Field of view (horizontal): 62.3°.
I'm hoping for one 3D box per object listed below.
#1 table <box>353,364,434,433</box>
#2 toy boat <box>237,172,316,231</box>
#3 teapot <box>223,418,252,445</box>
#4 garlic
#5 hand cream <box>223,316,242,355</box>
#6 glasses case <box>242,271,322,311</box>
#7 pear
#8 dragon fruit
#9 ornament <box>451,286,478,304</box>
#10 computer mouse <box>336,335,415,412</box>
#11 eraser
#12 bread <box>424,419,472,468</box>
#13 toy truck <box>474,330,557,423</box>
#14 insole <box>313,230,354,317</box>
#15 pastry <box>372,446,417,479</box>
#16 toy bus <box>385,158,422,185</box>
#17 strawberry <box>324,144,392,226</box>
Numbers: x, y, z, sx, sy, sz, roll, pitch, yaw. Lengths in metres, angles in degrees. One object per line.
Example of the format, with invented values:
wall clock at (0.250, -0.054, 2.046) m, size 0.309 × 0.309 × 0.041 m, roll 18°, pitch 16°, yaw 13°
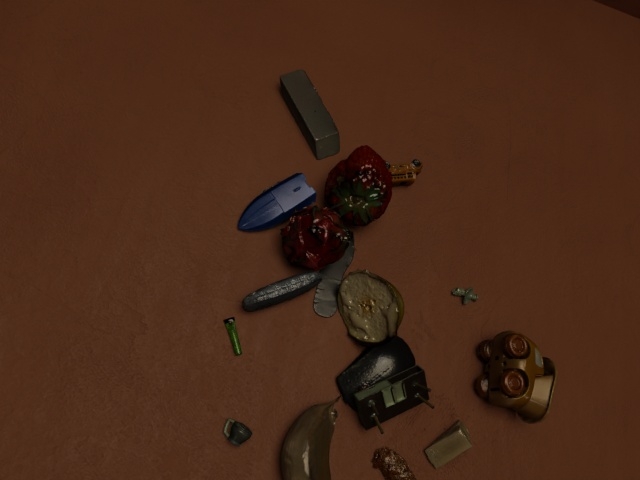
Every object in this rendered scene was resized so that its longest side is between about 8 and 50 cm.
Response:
table at (0.244, 0.512, 1.677) m, size 0.240 × 0.111 × 0.121 m, roll -21°, pitch 111°, yaw -16°
toy boat at (-0.165, -0.119, 1.867) m, size 0.295 × 0.088 × 0.129 m, roll -33°, pitch 82°, yaw -13°
teapot at (-0.254, 0.577, 1.592) m, size 0.088 × 0.066 × 0.057 m, roll 31°, pitch 81°, yaw 20°
garlic at (-0.029, 0.627, 1.616) m, size 0.196 × 0.151 × 0.338 m, roll 27°, pitch 54°, yaw -35°
hand cream at (-0.278, 0.307, 1.700) m, size 0.036 × 0.023 × 0.122 m, roll -16°, pitch 74°, yaw -10°
glasses case at (-0.126, 0.167, 1.752) m, size 0.282 × 0.109 × 0.067 m, roll -17°, pitch 73°, yaw -22°
pear at (0.202, 0.214, 1.803) m, size 0.178 × 0.267 × 0.267 m, roll -11°, pitch 72°, yaw -47°
dragon fruit at (0.000, 0.000, 1.773) m, size 0.234 × 0.293 × 0.233 m, roll -16°, pitch 115°, yaw -38°
ornament at (0.543, 0.202, 1.977) m, size 0.092 × 0.041 × 0.068 m, roll 45°, pitch 87°, yaw -10°
computer mouse at (0.195, 0.439, 1.758) m, size 0.295 × 0.087 × 0.168 m, roll -36°, pitch 87°, yaw -23°
eraser at (-0.039, -0.487, 2.042) m, size 0.111 × 0.077 × 0.352 m, roll -24°, pitch 79°, yaw -20°
bread at (0.428, 0.681, 1.773) m, size 0.152 × 0.105 × 0.077 m, roll -33°, pitch 81°, yaw 8°
toy truck at (0.669, 0.462, 1.827) m, size 0.212 × 0.204 × 0.288 m, roll 20°, pitch 66°, yaw -12°
insole at (0.047, 0.107, 1.882) m, size 0.119 × 0.009 × 0.348 m, roll 17°, pitch 66°, yaw -8°
pastry at (0.242, 0.728, 1.677) m, size 0.169 × 0.063 × 0.087 m, roll 45°, pitch 67°, yaw 2°
toy bus at (0.302, -0.255, 2.053) m, size 0.195 × 0.083 × 0.088 m, roll -6°, pitch 76°, yaw -16°
strawberry at (0.145, -0.201, 1.912) m, size 0.238 × 0.250 × 0.288 m, roll 51°, pitch 22°, yaw -20°
